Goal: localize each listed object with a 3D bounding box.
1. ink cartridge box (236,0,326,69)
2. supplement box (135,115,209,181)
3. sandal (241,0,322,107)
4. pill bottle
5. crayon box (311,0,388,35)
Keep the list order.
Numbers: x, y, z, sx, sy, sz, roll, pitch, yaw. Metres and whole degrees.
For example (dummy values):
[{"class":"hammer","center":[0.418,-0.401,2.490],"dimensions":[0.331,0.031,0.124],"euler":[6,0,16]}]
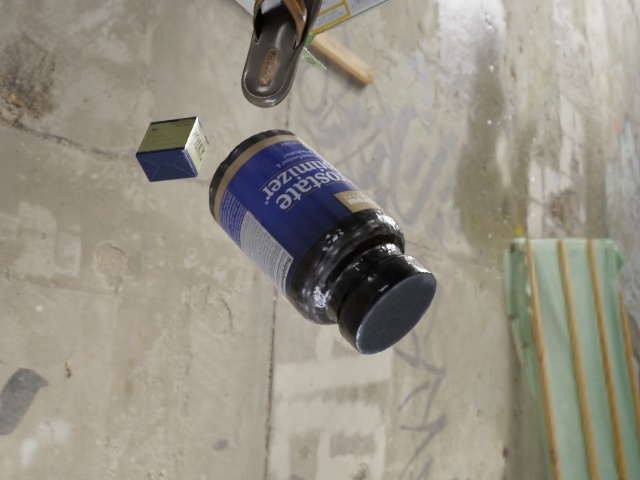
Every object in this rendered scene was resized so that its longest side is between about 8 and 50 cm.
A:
[{"class":"ink cartridge box","center":[-0.062,-0.409,1.309],"dimensions":[0.209,0.109,0.062],"euler":[38,90,-25]},{"class":"supplement box","center":[-0.228,-0.141,1.101],"dimensions":[0.056,0.083,0.083],"euler":[72,20,-44]},{"class":"sandal","center":[-0.057,-0.279,0.893],"dimensions":[0.060,0.090,0.219],"euler":[17,90,-75]},{"class":"pill bottle","center":[0.000,0.000,0.664],"dimensions":[0.122,0.219,0.123],"euler":[-29,144,-25]},{"class":"crayon box","center":[0.019,-0.481,0.993],"dimensions":[0.083,0.203,0.323],"euler":[-35,108,-42]}]
